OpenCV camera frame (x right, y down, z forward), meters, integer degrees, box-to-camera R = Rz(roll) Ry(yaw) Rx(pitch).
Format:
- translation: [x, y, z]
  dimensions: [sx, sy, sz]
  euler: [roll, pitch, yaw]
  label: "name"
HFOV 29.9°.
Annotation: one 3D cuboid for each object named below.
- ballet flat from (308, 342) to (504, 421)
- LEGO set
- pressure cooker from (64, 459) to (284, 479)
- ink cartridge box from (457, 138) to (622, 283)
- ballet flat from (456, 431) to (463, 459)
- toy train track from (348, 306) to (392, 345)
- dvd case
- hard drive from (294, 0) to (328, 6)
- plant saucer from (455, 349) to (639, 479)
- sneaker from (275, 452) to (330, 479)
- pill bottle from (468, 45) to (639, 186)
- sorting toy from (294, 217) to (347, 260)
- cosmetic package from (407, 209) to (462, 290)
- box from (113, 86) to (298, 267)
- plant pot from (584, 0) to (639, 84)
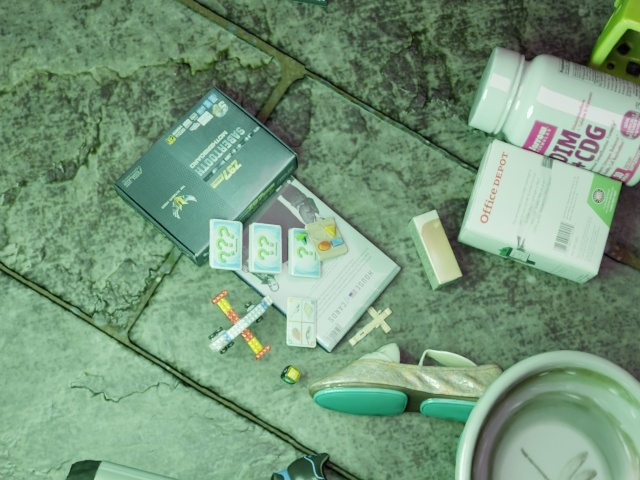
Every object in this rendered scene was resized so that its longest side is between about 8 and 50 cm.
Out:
- translation: [0.138, 0.215, 1.827]
  dimensions: [0.316, 0.107, 0.106]
  euler: [8, 56, -8]
  label: "ballet flat"
- translation: [-0.077, 0.090, 1.792]
  dimensions: [0.182, 0.060, 0.244]
  euler: [7, 75, -25]
  label: "LEGO set"
- translation: [-0.177, 0.510, 1.571]
  dimensions: [0.420, 0.370, 0.375]
  euler: [15, 42, -4]
  label: "pressure cooker"
- translation: [0.345, -0.045, 1.898]
  dimensions: [0.219, 0.092, 0.160]
  euler: [19, 76, 0]
  label: "ink cartridge box"
- translation: [0.246, 0.389, 1.809]
  dimensions: [0.068, 0.072, 0.213]
  euler: [8, 75, -31]
  label: "ballet flat"
- translation: [0.079, 0.134, 1.873]
  dimensions: [0.083, 0.014, 0.048]
  euler: [-40, 83, -12]
  label: "toy train track"
- translation: [-0.020, 0.034, 1.881]
  dimensions: [0.239, 0.029, 0.179]
  euler: [40, 76, 5]
  label: "dvd case"
- translation: [-0.048, -0.447, 1.997]
  dimensions: [0.135, 0.022, 0.094]
  euler: [10, 76, -2]
  label: "hard drive"
- translation: [0.353, 0.365, 1.765]
  dimensions: [0.400, 0.100, 0.400]
  euler: [5, 77, -25]
  label: "plant saucer"
- translation: [0.019, 0.426, 1.764]
  dimensions: [0.090, 0.081, 0.232]
  euler: [-26, 79, -3]
  label: "sneaker"
- translation: [0.390, -0.202, 1.906]
  dimensions: [0.283, 0.160, 0.160]
  euler: [18, 76, 0]
  label: "pill bottle"
- translation: [0.000, 0.000, 1.853]
  dimensions: [0.083, 0.012, 0.062]
  euler: [-16, 78, -35]
  label: "sorting toy"
- translation: [0.180, 0.016, 1.887]
  dimensions: [0.041, 0.060, 0.115]
  euler: [-19, 81, -9]
  label: "cosmetic package"
- translation: [-0.177, -0.101, 1.872]
  dimensions: [0.183, 0.059, 0.232]
  euler: [41, 78, 14]
  label: "box"
- translation: [0.575, -0.338, 1.928]
  dimensions: [0.228, 0.227, 0.207]
  euler: [21, 69, 1]
  label: "plant pot"
